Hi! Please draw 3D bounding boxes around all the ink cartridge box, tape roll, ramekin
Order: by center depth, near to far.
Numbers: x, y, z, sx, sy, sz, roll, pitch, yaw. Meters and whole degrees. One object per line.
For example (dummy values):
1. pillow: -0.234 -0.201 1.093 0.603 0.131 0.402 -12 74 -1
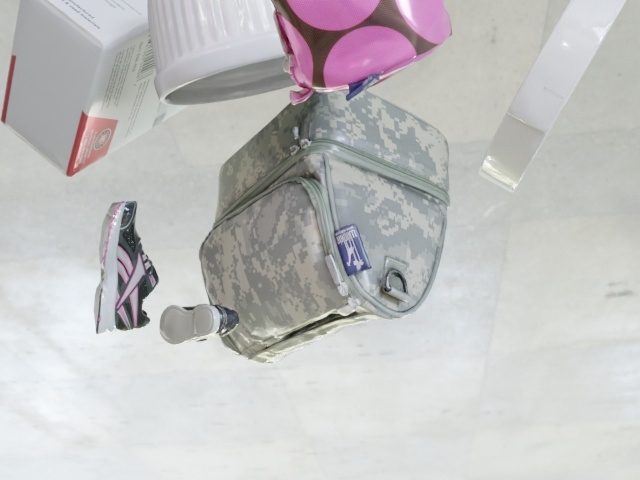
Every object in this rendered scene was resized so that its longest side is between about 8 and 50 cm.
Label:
1. ramekin: -0.069 -0.209 0.734 0.207 0.109 0.207 -14 -176 1
2. ink cartridge box: -0.223 -0.227 0.895 0.114 0.273 0.197 39 133 6
3. tape roll: 0.381 -0.259 1.229 0.072 0.392 0.392 31 150 11

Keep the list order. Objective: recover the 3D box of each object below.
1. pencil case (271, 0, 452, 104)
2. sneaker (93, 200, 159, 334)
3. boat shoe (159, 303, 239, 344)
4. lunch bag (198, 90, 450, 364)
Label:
1. pencil case: -0.005 -0.181 0.394 0.098 0.095 0.209 -18 106 12
2. sneaker: -0.245 0.034 0.975 0.077 0.072 0.178 4 105 -23
3. boat shoe: -0.139 0.092 0.854 0.038 0.046 0.125 5 165 -41
4. lunch bag: 0.000 0.000 0.891 0.212 0.256 0.305 20 150 -29
